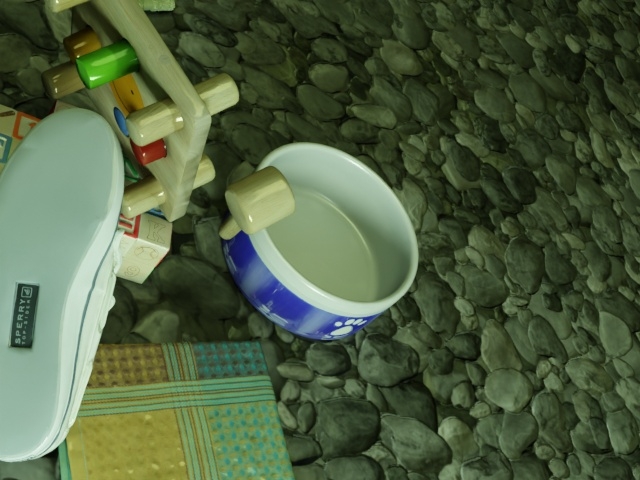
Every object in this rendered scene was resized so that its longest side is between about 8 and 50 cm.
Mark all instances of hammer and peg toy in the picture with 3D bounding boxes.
[{"bbox_3d":[-0.188,-0.127,1.215,0.127,0.266,0.361,-28,77,-24],"label":"hammer and peg toy"}]

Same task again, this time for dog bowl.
[{"bbox_3d":[0.000,0.000,1.480,0.265,0.104,0.265,19,49,-24],"label":"dog bowl"}]

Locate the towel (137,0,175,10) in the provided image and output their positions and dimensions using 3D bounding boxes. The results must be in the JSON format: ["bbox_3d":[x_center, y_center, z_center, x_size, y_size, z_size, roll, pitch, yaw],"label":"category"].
[{"bbox_3d":[-0.292,-0.403,1.625,0.110,0.027,0.148,-18,69,-44],"label":"towel"}]

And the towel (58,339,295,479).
[{"bbox_3d":[-0.149,0.276,1.176,0.271,0.040,0.370,2,53,-27],"label":"towel"}]

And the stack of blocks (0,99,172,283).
[{"bbox_3d":[-0.329,-0.079,1.306,0.297,0.087,0.171,20,48,-24],"label":"stack of blocks"}]

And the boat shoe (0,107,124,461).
[{"bbox_3d":[-0.272,0.051,1.141,0.136,0.156,0.367,5,79,5],"label":"boat shoe"}]
